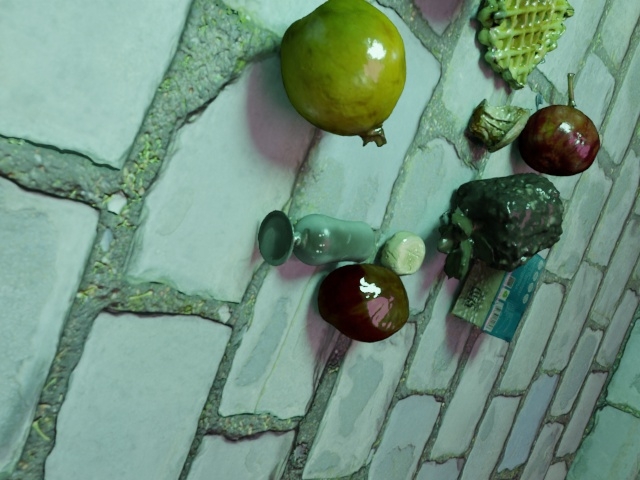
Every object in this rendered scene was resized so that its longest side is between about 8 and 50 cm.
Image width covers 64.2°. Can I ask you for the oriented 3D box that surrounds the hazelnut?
[{"bbox_3d":[0.094,0.127,1.088,0.202,0.160,0.170,33,88,-16],"label":"hazelnut"}]

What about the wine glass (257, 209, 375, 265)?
[{"bbox_3d":[0.000,0.000,0.987,0.231,0.103,0.103,4,104,-45],"label":"wine glass"}]

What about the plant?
[{"bbox_3d":[0.411,-0.034,1.250,0.313,0.213,0.215,-20,116,-9],"label":"plant"}]

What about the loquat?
[{"bbox_3d":[0.045,-0.262,0.839,0.213,0.213,0.246,-35,104,-26],"label":"loquat"}]

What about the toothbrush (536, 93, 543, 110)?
[{"bbox_3d":[0.630,-0.327,1.459,0.013,0.019,0.193,-38,129,-24],"label":"toothbrush"}]

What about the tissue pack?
[{"bbox_3d":[0.503,0.130,1.445,0.192,0.134,0.270,27,88,-44],"label":"tissue pack"}]

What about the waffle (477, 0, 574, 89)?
[{"bbox_3d":[0.491,-0.543,1.221,0.297,0.073,0.317,36,85,-43],"label":"waffle"}]

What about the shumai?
[{"bbox_3d":[0.425,-0.291,1.244,0.116,0.145,0.145,34,81,-5],"label":"shumai"}]

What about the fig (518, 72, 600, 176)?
[{"bbox_3d":[0.659,-0.295,1.389,0.249,0.204,0.186,-54,171,-30],"label":"fig"}]

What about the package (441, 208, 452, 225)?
[{"bbox_3d":[0.329,-0.026,1.317,0.037,0.015,0.110,-30,122,-28],"label":"package"}]

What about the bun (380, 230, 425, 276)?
[{"bbox_3d":[0.187,0.030,1.180,0.115,0.069,0.115,-18,119,-36],"label":"bun"}]
